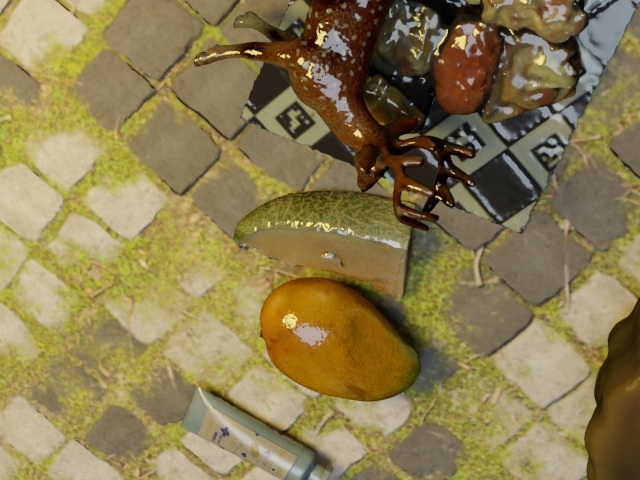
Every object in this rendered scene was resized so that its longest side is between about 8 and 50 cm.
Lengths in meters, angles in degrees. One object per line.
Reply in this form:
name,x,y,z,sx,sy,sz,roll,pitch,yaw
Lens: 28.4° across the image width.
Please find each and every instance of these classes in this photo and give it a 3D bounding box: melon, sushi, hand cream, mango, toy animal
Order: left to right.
hand cream,-0.068,0.219,1.360,0.171,0.043,0.065,27,120,3
melon,0.003,-0.005,1.232,0.182,0.054,0.098,16,135,7
mango,0.014,0.103,1.254,0.165,0.089,0.115,40,118,-20
toy animal,0.023,-0.153,1.064,0.260,0.087,0.243,23,111,21
sushi,0.097,-0.162,1.111,0.292,0.059,0.294,25,121,3

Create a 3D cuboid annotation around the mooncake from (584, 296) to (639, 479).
mooncake,0.384,0.170,1.143,0.290,0.161,0.290,6,118,11
